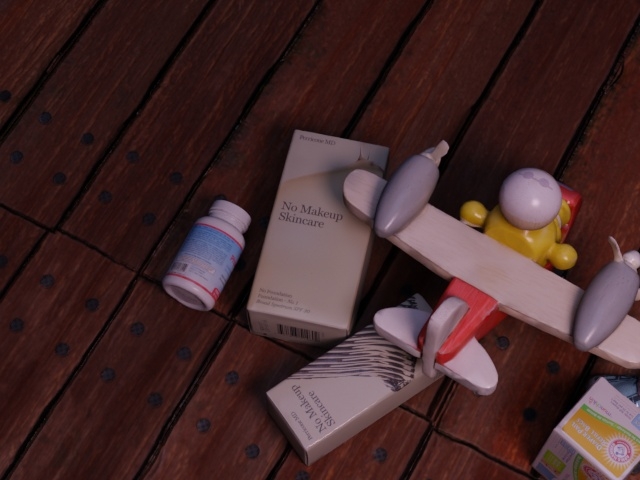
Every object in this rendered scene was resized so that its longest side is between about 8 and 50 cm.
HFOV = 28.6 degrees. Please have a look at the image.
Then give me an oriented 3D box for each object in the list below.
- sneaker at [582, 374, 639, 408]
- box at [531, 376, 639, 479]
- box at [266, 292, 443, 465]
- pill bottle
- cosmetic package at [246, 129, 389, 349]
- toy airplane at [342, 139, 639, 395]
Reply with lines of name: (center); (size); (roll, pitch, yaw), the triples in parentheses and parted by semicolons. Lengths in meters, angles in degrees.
sneaker: (0.510, 0.205, 1.799); (0.262, 0.125, 0.104); (4, 35, -2)
box: (0.378, 0.287, 1.729); (0.114, 0.203, 0.103); (41, 72, 17)
box: (0.062, 0.202, 1.832); (0.275, 0.094, 0.113); (-33, 70, -14)
pill bottle: (-0.170, 0.021, 1.923); (0.087, 0.087, 0.160); (23, 68, 11)
cosmetic package: (0.000, 0.000, 1.918); (0.160, 0.113, 0.309); (10, 67, 6)
toy airplane: (0.247, 0.023, 1.745); (0.386, 0.272, 0.384); (3, 40, -16)
